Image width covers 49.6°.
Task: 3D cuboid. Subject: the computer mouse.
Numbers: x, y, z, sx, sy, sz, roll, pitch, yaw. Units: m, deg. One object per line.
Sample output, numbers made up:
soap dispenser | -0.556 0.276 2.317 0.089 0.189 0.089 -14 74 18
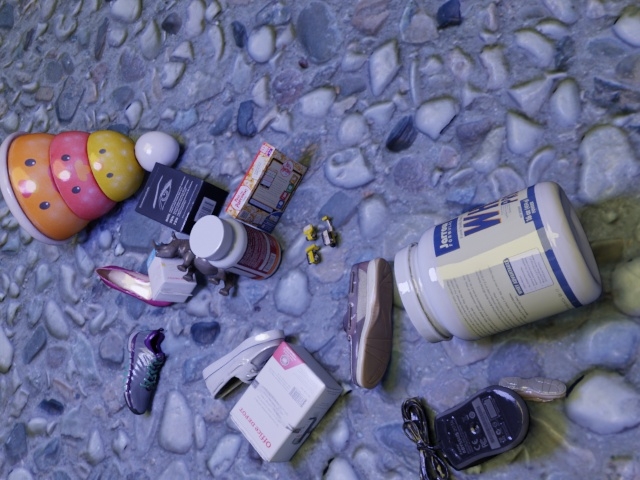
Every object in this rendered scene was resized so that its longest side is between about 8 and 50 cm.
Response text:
computer mouse | 0.292 0.360 1.336 0.272 0.072 0.189 -32 62 35

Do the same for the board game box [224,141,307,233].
board game box | -0.130 -0.125 1.699 0.045 0.146 0.193 32 93 35

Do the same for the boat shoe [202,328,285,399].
boat shoe | -0.172 0.297 1.642 0.258 0.095 0.084 -38 63 30

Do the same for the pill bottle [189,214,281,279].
pill bottle | -0.201 0.016 1.656 0.121 0.221 0.121 -10 70 30

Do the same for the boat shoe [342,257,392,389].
boat shoe | 0.095 0.177 1.497 0.092 0.103 0.285 -7 68 36

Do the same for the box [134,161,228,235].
box | -0.378 -0.106 1.875 0.207 0.108 0.153 23 89 36

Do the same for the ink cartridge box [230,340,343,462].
ink cartridge box | -0.078 0.363 1.552 0.158 0.092 0.218 42 98 34

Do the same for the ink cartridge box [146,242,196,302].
ink cartridge box | -0.389 0.092 1.808 0.090 0.092 0.143 -50 45 39

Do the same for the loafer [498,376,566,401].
loafer | 0.402 0.284 1.306 0.125 0.039 0.045 -1 32 32

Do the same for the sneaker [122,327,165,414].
sneaker | -0.454 0.338 1.809 0.098 0.083 0.224 -15 67 23

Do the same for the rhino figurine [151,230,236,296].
rhino figurine | -0.321 0.047 1.763 0.243 0.073 0.106 22 56 8

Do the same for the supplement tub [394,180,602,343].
supplement tub | 0.327 0.051 1.298 0.324 0.235 0.235 -23 64 25

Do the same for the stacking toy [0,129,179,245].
stacking toy | -0.635 -0.214 1.996 0.479 0.350 0.351 -19 65 9

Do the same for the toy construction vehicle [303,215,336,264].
toy construction vehicle | 0.000 0.000 1.651 0.086 0.035 0.098 -34 57 32

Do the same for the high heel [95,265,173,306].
high heel | -0.499 0.118 1.879 0.244 0.117 0.082 20 87 35
